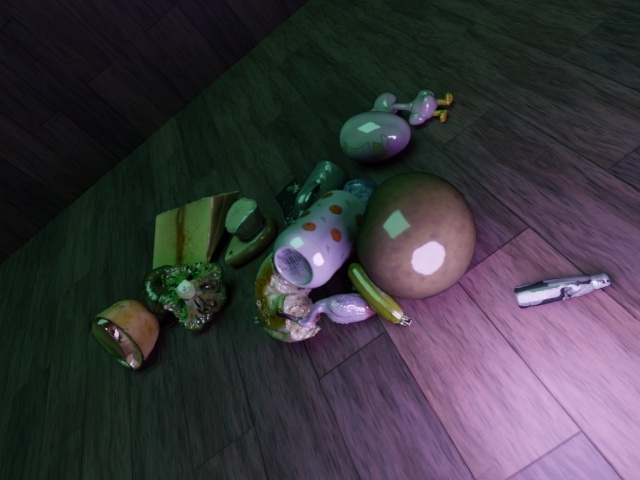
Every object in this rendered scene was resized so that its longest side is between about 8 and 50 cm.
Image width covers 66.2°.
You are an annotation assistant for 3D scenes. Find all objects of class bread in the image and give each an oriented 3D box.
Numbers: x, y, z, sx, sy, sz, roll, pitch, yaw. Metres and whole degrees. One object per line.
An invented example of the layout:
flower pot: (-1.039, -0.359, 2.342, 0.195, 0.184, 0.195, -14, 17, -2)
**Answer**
bread: (-0.116, 0.209, 1.601, 0.192, 0.171, 0.314, -47, 52, 32)
bread: (-0.553, -0.011, 2.189, 0.346, 0.242, 0.404, -1, 93, 27)

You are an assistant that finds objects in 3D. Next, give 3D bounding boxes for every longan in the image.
longan: (0.261, -0.010, 1.385, 0.361, 0.361, 0.360, -22, 45, 24)

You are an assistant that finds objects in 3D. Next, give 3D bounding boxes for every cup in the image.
cup: (0.000, 0.000, 1.558, 0.213, 0.212, 0.317, -4, 27, 38)

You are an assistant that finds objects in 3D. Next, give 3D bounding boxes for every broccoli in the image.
broccoli: (-0.479, 0.204, 1.844, 0.254, 0.269, 0.269, -11, 44, -4)

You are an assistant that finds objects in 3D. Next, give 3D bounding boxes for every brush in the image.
brush: (-0.313, -0.025, 1.972, 0.266, 0.166, 0.174, -54, 41, -8)

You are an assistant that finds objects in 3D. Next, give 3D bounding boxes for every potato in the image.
potato: (-0.758, 0.350, 1.958, 0.243, 0.285, 0.242, -29, 24, 14)

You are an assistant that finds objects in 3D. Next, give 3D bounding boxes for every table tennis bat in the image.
table tennis bat: (-0.608, 0.323, 2.029, 0.155, 0.019, 0.098, 7, 60, 45)

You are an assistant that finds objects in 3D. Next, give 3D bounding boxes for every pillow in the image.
pillow: (-0.115, -0.167, 2.011, 0.141, 0.055, 0.208, -40, 40, 12)

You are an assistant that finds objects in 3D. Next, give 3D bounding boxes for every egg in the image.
egg: (0.202, -0.384, 1.836, 0.271, 0.196, 0.196, 12, 64, 30)

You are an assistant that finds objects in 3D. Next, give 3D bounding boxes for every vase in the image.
vase: (0.584, 0.117, 1.188, 0.212, 0.060, 0.059, -18, 46, 29)

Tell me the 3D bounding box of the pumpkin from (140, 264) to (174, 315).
pumpkin: (-0.624, 0.191, 2.003, 0.219, 0.162, 0.218, 6, 49, -7)

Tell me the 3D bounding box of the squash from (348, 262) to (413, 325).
squash: (0.163, 0.164, 1.435, 0.066, 0.066, 0.252, -43, 65, 2)

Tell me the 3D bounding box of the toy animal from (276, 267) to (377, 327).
toy animal: (0.054, 0.201, 1.485, 0.324, 0.090, 0.195, -32, 47, -30)

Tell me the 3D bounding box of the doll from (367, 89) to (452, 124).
doll: (0.327, -0.514, 1.917, 0.365, 0.094, 0.160, 4, 67, 43)

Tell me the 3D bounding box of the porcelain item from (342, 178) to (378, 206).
porcelain item: (0.140, -0.135, 1.705, 0.147, 0.147, 0.114, -4, 54, 37)

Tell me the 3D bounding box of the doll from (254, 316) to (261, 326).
doll: (-0.190, 0.280, 1.706, 0.057, 0.039, 0.114, -11, 19, -28)

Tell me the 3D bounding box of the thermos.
thermos: (-0.017, -0.159, 1.837, 0.145, 0.182, 0.286, 27, 73, 21)
